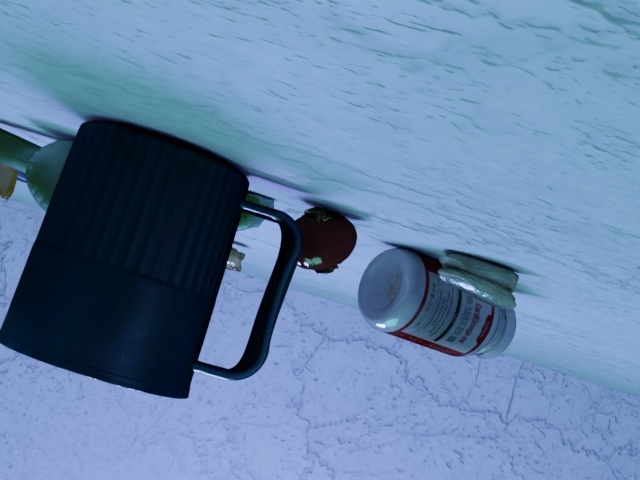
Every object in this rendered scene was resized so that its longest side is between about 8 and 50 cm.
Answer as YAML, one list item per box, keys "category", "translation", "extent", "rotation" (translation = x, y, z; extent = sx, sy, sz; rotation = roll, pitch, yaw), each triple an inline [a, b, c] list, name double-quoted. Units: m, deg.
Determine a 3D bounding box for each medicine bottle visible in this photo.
- category: "medicine bottle"
  translation: [0.184, 0.104, 1.513]
  extent: [0.250, 0.131, 0.131]
  rotation: [22, 173, -35]

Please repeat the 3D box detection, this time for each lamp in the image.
- category: "lamp"
  translation: [0.000, 0.000, 1.316]
  extent: [0.101, 0.090, 0.101]
  rotation: [-8, -162, 3]

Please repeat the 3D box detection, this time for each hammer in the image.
- category: "hammer"
  translation: [-0.464, -0.125, 1.492]
  extent: [0.335, 0.119, 0.206]
  rotation: [23, 173, 7]

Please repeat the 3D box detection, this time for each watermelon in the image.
- category: "watermelon"
  translation: [-0.141, -0.042, 1.458]
  extent: [0.187, 0.071, 0.139]
  rotation: [14, 177, 26]

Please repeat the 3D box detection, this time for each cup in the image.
- category: "cup"
  translation: [-0.209, 0.028, 1.203]
  extent: [0.307, 0.292, 0.242]
  rotation: [14, 173, 26]

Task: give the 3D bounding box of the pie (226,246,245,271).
- category: "pie"
  translation: [-0.318, 0.005, 2.364]
  extent: [0.282, 0.068, 0.128]
  rotation: [19, 173, -4]

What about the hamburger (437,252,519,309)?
- category: "hamburger"
  translation: [0.209, 0.050, 1.343]
  extent: [0.121, 0.054, 0.084]
  rotation: [22, 180, 39]

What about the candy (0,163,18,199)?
- category: "candy"
  translation: [-0.736, -0.150, 1.954]
  extent: [0.259, 0.118, 0.260]
  rotation: [16, 176, 1]

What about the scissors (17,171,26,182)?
- category: "scissors"
  translation: [-0.541, -0.109, 2.177]
  extent: [0.383, 0.029, 0.256]
  rotation: [12, 172, 38]
